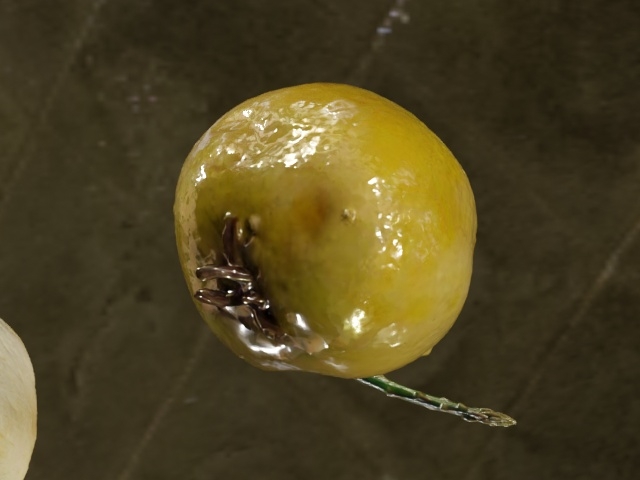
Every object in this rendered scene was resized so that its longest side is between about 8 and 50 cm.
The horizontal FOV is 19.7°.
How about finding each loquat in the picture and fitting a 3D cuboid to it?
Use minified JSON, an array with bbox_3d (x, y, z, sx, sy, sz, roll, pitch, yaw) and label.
[{"bbox_3d":[0.004,0.003,1.242,0.213,0.213,0.213,4,96,38],"label":"loquat"}]

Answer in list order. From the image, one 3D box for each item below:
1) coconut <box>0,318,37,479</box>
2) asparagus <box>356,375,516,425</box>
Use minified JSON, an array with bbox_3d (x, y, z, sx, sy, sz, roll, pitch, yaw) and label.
[{"bbox_3d":[-0.436,0.182,1.899,0.329,0.329,0.328,4,96,38],"label":"coconut"},{"bbox_3d":[0.069,0.112,1.340,0.163,0.016,0.016,17,93,34],"label":"asparagus"}]
